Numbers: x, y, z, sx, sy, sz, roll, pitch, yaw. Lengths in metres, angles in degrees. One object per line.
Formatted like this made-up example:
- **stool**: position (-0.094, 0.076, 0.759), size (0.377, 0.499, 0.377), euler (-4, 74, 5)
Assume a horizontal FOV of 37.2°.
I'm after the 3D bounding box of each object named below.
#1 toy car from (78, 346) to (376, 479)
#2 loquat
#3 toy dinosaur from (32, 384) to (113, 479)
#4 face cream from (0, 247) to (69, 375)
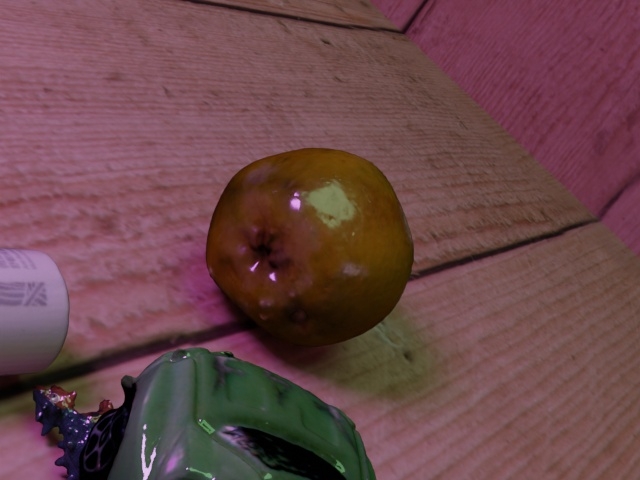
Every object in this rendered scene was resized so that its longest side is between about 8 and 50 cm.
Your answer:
- **toy car**: position (-0.047, 0.223, 0.571), size (0.213, 0.176, 0.359), euler (29, 43, -21)
- **loquat**: position (0.000, 0.000, 0.995), size (0.213, 0.213, 0.246), euler (47, 26, 16)
- **toy dinosaur**: position (-0.159, 0.161, 0.696), size (0.154, 0.049, 0.055), euler (46, 28, 17)
- **face cream**: position (-0.331, 0.047, 0.605), size (0.345, 0.102, 0.102), euler (4, 42, -51)
